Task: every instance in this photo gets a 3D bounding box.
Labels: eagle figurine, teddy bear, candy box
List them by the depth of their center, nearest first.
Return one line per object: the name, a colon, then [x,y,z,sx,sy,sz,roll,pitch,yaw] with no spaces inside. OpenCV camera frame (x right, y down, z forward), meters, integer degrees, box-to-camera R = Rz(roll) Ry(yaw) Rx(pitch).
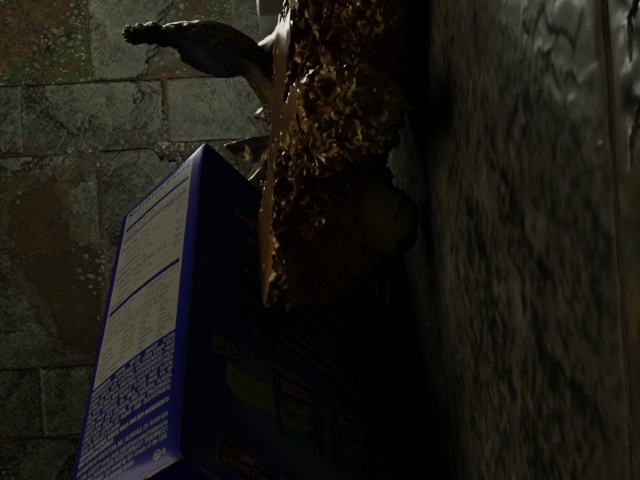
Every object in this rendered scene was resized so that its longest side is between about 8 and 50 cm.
teddy bear: [0.025,-0.118,0.577,0.245,0.113,0.338,146,128,-79]
candy box: [-0.044,0.119,0.668,0.268,0.122,0.317,41,-153,-31]
eagle figurine: [-0.039,-0.183,0.821,0.298,0.225,0.226,70,-146,-56]

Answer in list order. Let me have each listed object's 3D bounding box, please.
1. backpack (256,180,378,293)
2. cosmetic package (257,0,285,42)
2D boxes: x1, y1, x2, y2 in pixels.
backpack: [0.000,0.000,0.871,0.182,0.115,0.152,66,-176,-54]
cosmetic package: [-0.022,-0.284,1.068,0.231,0.117,0.086,119,148,-83]
